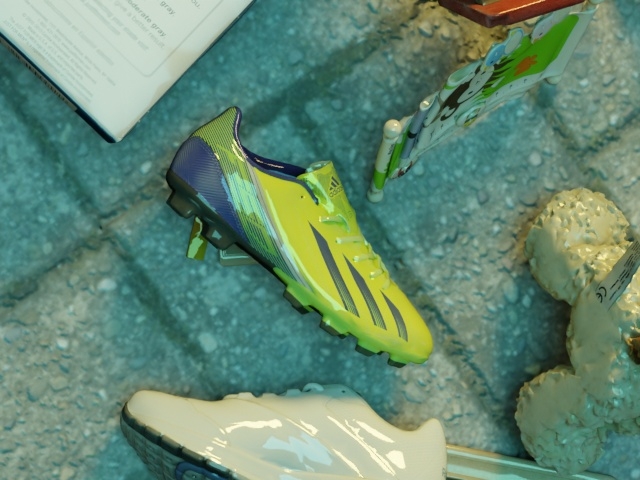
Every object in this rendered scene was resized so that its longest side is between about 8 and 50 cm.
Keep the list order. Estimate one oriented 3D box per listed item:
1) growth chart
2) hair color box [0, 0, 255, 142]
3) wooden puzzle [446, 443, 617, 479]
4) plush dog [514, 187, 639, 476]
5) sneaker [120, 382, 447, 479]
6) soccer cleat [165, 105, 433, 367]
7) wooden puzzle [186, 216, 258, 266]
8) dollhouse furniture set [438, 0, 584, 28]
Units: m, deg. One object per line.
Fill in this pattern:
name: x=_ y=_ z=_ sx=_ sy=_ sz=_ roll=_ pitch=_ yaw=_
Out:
growth chart: x=0.139 y=-0.128 z=1.230 sx=0.237 sy=0.172 sz=0.021 roll=-33 pitch=75 yaw=-10
hair color box: x=-0.118 y=-0.263 z=1.195 sx=0.174 sy=0.105 sz=0.347 roll=44 pitch=84 yaw=-12
wooden puzzle: x=0.151 y=0.307 z=1.306 sx=0.238 sy=0.044 sz=0.221 roll=12 pitch=90 yaw=-12
plush dog: x=0.319 y=0.087 z=1.271 sx=0.225 sy=0.210 sz=0.262 roll=0 pitch=92 yaw=-34
sneaker: x=-0.028 y=0.183 z=1.244 sx=0.297 sy=0.111 sz=0.129 roll=17 pitch=60 yaw=-1
soccer cleat: x=0.000 y=0.000 z=1.225 sx=0.289 sy=0.093 sz=0.121 roll=39 pitch=86 yaw=-13
wooden puzzle: x=-0.060 y=-0.015 z=1.266 sx=0.116 sy=0.014 sz=0.079 roll=3 pitch=96 yaw=-11
dollhouse furniture set: x=0.249 y=-0.329 z=1.179 sx=0.374 sy=0.152 sz=0.201 roll=-18 pitch=122 yaw=-19
